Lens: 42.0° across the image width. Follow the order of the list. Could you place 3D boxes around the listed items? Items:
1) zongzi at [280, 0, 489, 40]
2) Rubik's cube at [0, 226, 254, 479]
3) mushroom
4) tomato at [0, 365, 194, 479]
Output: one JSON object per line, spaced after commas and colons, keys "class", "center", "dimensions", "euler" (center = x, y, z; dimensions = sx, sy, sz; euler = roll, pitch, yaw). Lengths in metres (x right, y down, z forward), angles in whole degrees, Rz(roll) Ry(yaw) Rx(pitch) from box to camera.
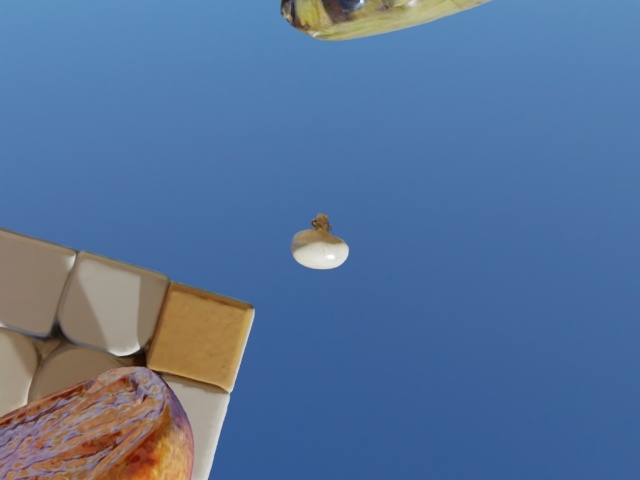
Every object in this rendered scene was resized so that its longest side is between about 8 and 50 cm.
{"class": "zongzi", "center": [0.067, -0.319, 0.480], "dimensions": [0.322, 0.361, 0.160], "euler": [-15, -158, 20]}
{"class": "Rubik's cube", "center": [-0.310, 0.216, 1.105], "dimensions": [0.344, 0.346, 0.347], "euler": [17, -106, -10]}
{"class": "mushroom", "center": [0.000, 0.000, 1.207], "dimensions": [0.085, 0.085, 0.079], "euler": [5, -110, 5]}
{"class": "tomato", "center": [-0.183, 0.181, 0.546], "dimensions": [0.236, 0.095, 0.237], "euler": [-21, -166, 6]}
